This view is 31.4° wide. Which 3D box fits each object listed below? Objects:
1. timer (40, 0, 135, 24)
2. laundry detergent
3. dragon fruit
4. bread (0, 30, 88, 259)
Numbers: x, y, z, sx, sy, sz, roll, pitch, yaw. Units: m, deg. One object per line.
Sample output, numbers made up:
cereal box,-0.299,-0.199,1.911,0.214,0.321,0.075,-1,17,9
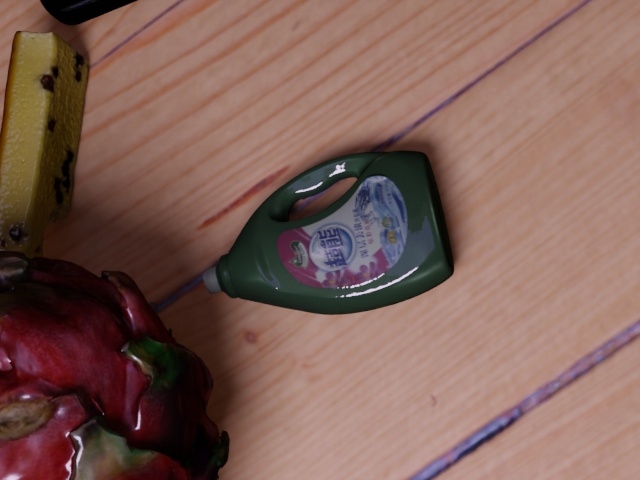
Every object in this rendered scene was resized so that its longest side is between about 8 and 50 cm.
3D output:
timer,-0.195,-0.301,1.099,0.187,0.055,0.144,-20,72,11
laundry detergent,0.000,0.000,0.966,0.211,0.063,0.137,-14,71,14
dragon fruit,-0.223,0.166,0.860,0.329,0.329,0.329,-4,75,15
bread,-0.259,-0.074,1.043,0.049,0.088,0.226,1,78,12
